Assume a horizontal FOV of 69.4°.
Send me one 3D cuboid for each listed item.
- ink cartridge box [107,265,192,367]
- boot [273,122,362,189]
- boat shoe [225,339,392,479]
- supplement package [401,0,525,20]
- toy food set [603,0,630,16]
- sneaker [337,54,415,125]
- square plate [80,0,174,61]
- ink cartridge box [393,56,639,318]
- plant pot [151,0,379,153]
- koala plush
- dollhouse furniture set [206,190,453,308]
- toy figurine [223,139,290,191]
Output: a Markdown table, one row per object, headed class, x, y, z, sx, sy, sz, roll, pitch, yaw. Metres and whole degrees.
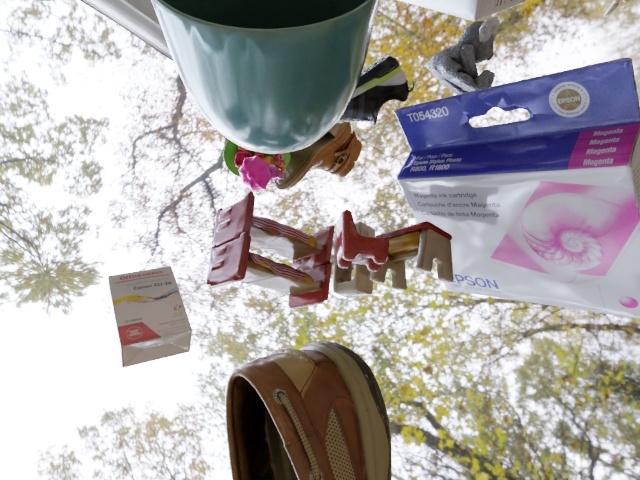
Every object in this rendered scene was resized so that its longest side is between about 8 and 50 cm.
| class | x | y | z | sx | sy | sz | roll | pitch | yaw |
| --- | --- | --- | --- | --- | --- | --- | --- | --- | --- |
| ink cartridge box | -0.312 | 0.116 | 0.828 | 0.115 | 0.198 | 0.067 | -9 | -45 | -28 |
| boot | 0.001 | -0.237 | 1.373 | 0.284 | 0.109 | 0.220 | -58 | -33 | 0 |
| boat shoe | -0.006 | 0.231 | 0.307 | 0.119 | 0.122 | 0.324 | 11 | -124 | -44 |
| supplement package | 0.242 | -0.550 | 0.846 | 0.145 | 0.262 | 0.204 | -28 | -43 | -23 |
| toy food set | 0.758 | -0.616 | 1.053 | 0.128 | 0.217 | 0.071 | -23 | -89 | -60 |
| sneaker | 0.064 | -0.245 | 0.863 | 0.097 | 0.234 | 0.084 | 52 | -145 | -21 |
| square plate | -0.307 | -0.567 | 0.887 | 0.348 | 0.049 | 0.344 | -59 | -26 | 8 |
| ink cartridge box | 0.268 | -0.046 | 0.641 | 0.071 | 0.324 | 0.330 | -46 | -61 | -27 |
| plant pot | -0.070 | -0.268 | 0.653 | 0.292 | 0.235 | 0.293 | 1 | -126 | -2 |
| koala plush | 0.480 | -0.606 | 1.488 | 0.203 | 0.196 | 0.221 | 28 | -80 | -12 |
| dollhouse furniture set | 0.000 | 0.000 | 0.754 | 0.201 | 0.374 | 0.152 | 22 | -117 | -39 |
| toy figurine | -0.139 | -0.174 | 1.114 | 0.173 | 0.159 | 0.130 | 4 | -59 | -21 |
